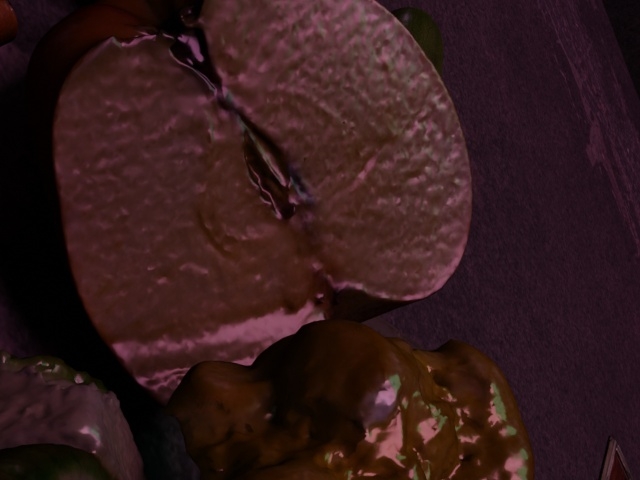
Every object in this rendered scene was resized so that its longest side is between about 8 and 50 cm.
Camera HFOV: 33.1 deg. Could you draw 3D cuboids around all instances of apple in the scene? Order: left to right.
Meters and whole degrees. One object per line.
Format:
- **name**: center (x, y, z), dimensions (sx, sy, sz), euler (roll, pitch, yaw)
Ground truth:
- **apple**: center (-0.055, -0.050, 0.858), dimensions (0.365, 0.295, 0.328), euler (58, 25, -27)

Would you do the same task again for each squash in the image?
- **squash**: center (0.096, -0.188, 1.374), dimensions (0.107, 0.107, 0.395), euler (53, 35, -29)

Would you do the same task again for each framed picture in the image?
- **framed picture**: center (0.524, 0.494, 1.797), dimensions (0.273, 0.016, 0.216), euler (63, 31, -15)

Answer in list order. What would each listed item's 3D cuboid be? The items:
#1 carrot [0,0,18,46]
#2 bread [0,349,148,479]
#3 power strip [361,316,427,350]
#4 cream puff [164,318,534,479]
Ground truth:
- **carrot**: center (-0.277, -0.145, 0.784), dimensions (0.048, 0.048, 0.139), euler (62, 32, -16)
- **bread**: center (-0.155, 0.234, 0.550), dimensions (0.366, 0.129, 0.381), euler (76, 4, -62)
- **power strip**: center (0.067, 0.133, 1.214), dimensions (0.268, 0.034, 0.092), euler (37, 45, -45)
- **cream puff**: center (0.037, 0.215, 0.742), dimensions (0.274, 0.323, 0.269), euler (-19, 56, -22)
